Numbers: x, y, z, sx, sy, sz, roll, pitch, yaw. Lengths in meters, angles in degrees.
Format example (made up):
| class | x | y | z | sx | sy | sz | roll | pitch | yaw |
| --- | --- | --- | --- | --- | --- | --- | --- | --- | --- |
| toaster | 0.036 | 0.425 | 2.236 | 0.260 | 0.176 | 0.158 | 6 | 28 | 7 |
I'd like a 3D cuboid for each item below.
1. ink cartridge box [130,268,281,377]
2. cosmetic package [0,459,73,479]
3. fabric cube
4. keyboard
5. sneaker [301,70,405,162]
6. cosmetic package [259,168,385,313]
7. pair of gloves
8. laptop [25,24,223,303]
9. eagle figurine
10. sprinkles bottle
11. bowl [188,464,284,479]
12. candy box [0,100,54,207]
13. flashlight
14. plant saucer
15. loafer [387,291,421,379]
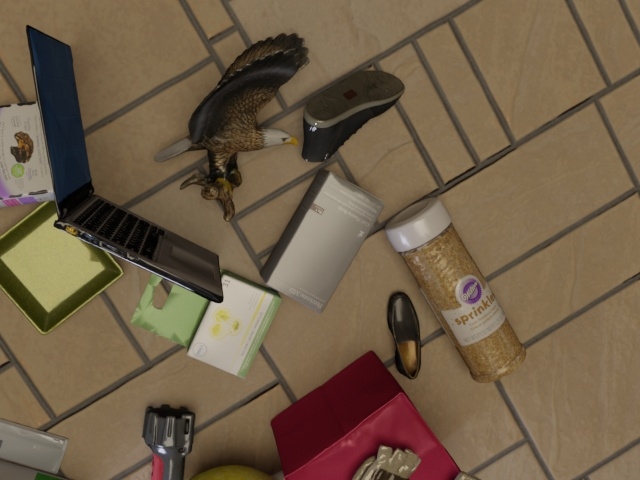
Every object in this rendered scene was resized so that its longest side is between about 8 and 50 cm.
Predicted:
| class | x | y | z | sx | sy | sz | roll | pitch | yaw |
| --- | --- | --- | --- | --- | --- | --- | --- | --- | --- |
| ink cartridge box | -0.213 | 0.132 | 1.586 | 0.235 | 0.056 | 0.171 | 24 | 95 | -13 |
| cosmetic package | -0.620 | 0.486 | 1.510 | 0.365 | 0.197 | 0.155 | 21 | 95 | -12 |
| fabric cube | 0.087 | 0.402 | 1.566 | 0.259 | 0.258 | 0.254 | -35 | 103 | -2 |
| keyboard | -0.603 | 0.366 | 1.588 | 0.255 | 0.014 | 0.072 | 20 | 100 | -10 |
| sneaker | 0.052 | -0.229 | 1.565 | 0.222 | 0.118 | 0.083 | -26 | 63 | -27 |
| cosmetic package | 0.000 | 0.000 | 1.572 | 0.127 | 0.107 | 0.238 | 28 | 91 | -14 |
| pair of gloves | 0.151 | 0.458 | 1.433 | 0.240 | 0.042 | 0.204 | 23 | 91 | -13 |
| laptop | -0.294 | -0.123 | 1.366 | 0.407 | 0.382 | 0.236 | 27 | 94 | -11 |
| eagle figurine | -0.135 | -0.215 | 1.469 | 0.225 | 0.226 | 0.299 | -8 | 122 | -43 |
| sprinkles bottle | 0.257 | 0.095 | 1.614 | 0.121 | 0.121 | 0.355 | -32 | 102 | -2 |
| bowl | -0.100 | 0.515 | 1.562 | 0.156 | 0.289 | 0.290 | -32 | 102 | -20 |
| candy box | -0.526 | -0.146 | 1.467 | 0.196 | 0.070 | 0.165 | -8 | 81 | -7 |
| flashlight | -0.307 | 0.465 | 1.606 | 0.103 | 0.103 | 0.304 | 2 | 95 | -35 |
| plant saucer | -0.483 | 0.041 | 1.537 | 0.188 | 0.045 | 0.188 | -38 | 102 | -2 |
| loafer | 0.168 | 0.184 | 1.644 | 0.062 | 0.061 | 0.170 | -13 | 100 | -5 |
